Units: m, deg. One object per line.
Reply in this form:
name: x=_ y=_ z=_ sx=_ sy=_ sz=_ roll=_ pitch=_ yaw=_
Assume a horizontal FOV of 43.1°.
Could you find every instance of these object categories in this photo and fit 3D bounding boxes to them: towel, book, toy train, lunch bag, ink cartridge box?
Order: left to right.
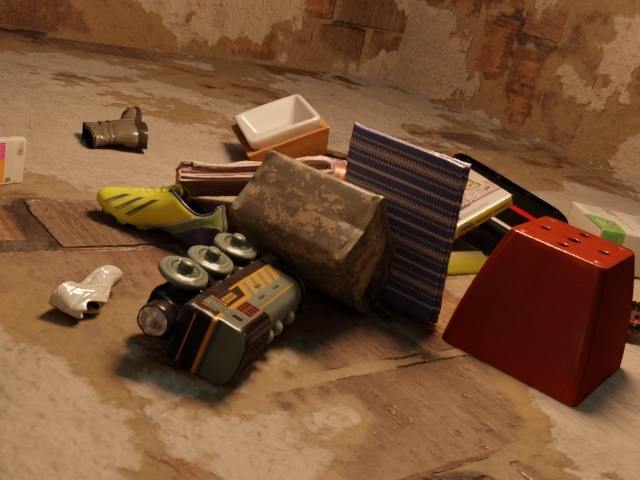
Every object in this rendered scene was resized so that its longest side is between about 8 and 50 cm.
book: x=-0.668 y=-0.160 z=1.638 sx=0.035 sy=0.096 sz=0.144 roll=27 pitch=23 yaw=33
toy train: x=-0.143 y=0.099 z=1.267 sx=0.190 sy=0.142 sz=0.334 roll=32 pitch=21 yaw=11
towel: x=-0.152 y=-0.134 z=1.735 sx=0.317 sy=0.053 sz=0.332 roll=-2 pitch=-2 yaw=-11
lunch bag: x=0.000 y=0.000 z=1.463 sx=0.235 sy=0.169 sz=0.287 roll=25 pitch=-21 yaw=21
towel: x=0.141 y=-0.026 z=1.492 sx=0.243 sy=0.336 sz=0.040 roll=25 pitch=33 yaw=29
ink cartridge box: x=0.825 y=0.008 z=2.172 sx=0.289 sy=0.122 sz=0.211 roll=11 pitch=20 yaw=-9

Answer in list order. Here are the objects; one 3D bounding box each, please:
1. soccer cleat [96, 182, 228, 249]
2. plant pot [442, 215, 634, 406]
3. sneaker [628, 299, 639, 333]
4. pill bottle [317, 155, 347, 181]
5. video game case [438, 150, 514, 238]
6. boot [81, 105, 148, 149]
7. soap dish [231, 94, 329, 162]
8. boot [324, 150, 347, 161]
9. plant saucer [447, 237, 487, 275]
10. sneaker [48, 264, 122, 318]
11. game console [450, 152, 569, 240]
soccer cleat: x=-0.309 y=-0.068 z=1.600 sx=0.289 sy=0.121 sz=0.093 roll=20 pitch=21 yaw=17
plant pot: x=0.424 y=0.103 z=1.476 sx=0.267 sy=0.236 sz=0.267 roll=27 pitch=23 yaw=30
sneaker: x=0.580 y=0.149 z=1.712 sx=0.225 sy=0.088 sz=0.093 roll=15 pitch=-1 yaw=1
pill bottle: x=0.082 y=-0.137 z=2.056 sx=0.216 sy=0.121 sz=0.121 roll=12 pitch=20 yaw=-9
video game case: x=0.271 y=-0.097 z=1.911 sx=0.248 sy=0.035 sz=0.275 roll=-29 pitch=39 yaw=-15
boot: x=-0.551 y=-0.303 z=2.139 sx=0.161 sy=0.083 sz=0.246 roll=0 pitch=22 yaw=-21
soap dish: x=-0.111 y=-0.293 z=2.243 sx=0.229 sy=0.118 sz=0.291 roll=-21 pitch=28 yaw=-6
boot: x=0.121 y=-0.185 z=2.313 sx=0.264 sy=0.096 sz=0.280 roll=19 pitch=12 yaw=35
plant saucer: x=0.279 y=0.018 z=1.884 sx=0.188 sy=0.045 sz=0.188 roll=-1 pitch=25 yaw=-37
sneaker: x=-0.356 y=0.085 z=1.274 sx=0.061 sy=0.054 sz=0.152 roll=35 pitch=27 yaw=11
game console: x=0.477 y=-0.074 z=2.107 sx=0.386 sy=0.060 sz=0.342 roll=30 pitch=30 yaw=0
